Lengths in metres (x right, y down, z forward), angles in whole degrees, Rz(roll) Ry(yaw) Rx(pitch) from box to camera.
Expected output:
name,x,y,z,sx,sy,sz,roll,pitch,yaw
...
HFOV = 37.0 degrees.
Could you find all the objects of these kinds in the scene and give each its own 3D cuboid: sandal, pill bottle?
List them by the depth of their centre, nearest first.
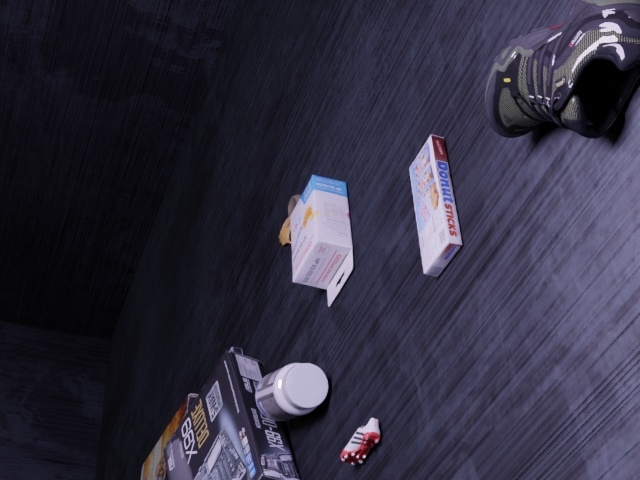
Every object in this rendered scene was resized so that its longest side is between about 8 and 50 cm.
name,x,y,z,sx,sy,sz,roll,pitch,yaw
pill bottle,-0.042,0.225,1.429,0.137,0.078,0.078,144,136,-64
sandal,-0.049,-0.019,1.670,0.180,0.049,0.072,-100,28,-51

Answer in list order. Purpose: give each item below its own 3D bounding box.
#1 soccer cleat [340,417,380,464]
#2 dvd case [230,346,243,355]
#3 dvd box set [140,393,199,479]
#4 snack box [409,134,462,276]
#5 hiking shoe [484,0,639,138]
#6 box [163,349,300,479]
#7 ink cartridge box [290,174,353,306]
name,x,y,z,sx,sy,sz,roll,pitch,yaw
soccer cleat,0.051,0.255,1.208,0.036,0.029,0.083,-82,19,-44
dvd case,-0.178,0.349,1.839,0.239,0.029,0.179,-103,31,-55
dvd box set,-0.333,0.563,2.106,0.420,0.062,0.308,125,152,-50
snack box,0.138,-0.045,1.161,0.064,0.022,0.178,120,156,-45
hiking shoe,0.220,-0.139,0.873,0.227,0.086,0.114,135,147,-58
box,-0.153,0.367,1.555,0.242,0.076,0.307,-56,29,19
ink cartridge box,0.000,0.000,1.485,0.181,0.061,0.104,-95,25,-43
